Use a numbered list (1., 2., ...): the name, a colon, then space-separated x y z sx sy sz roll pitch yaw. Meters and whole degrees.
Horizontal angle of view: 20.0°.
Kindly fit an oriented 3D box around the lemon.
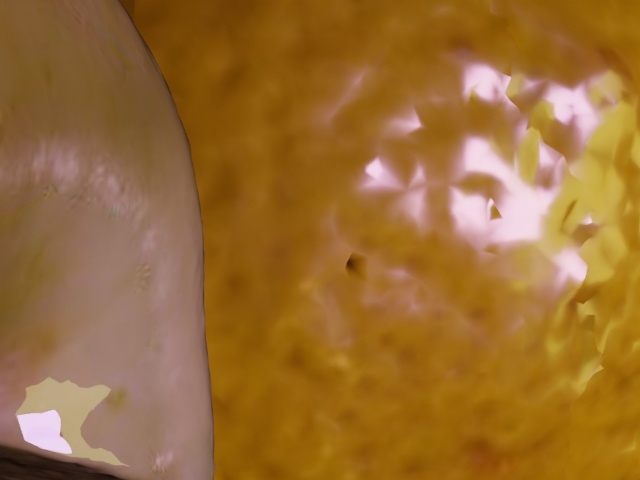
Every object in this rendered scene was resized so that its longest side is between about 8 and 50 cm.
1. lemon: 0.000 0.000 0.687 0.350 0.349 0.387 -23 114 -61

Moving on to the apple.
1. apple: -0.175 0.003 0.407 0.295 0.257 0.233 -25 122 -56
